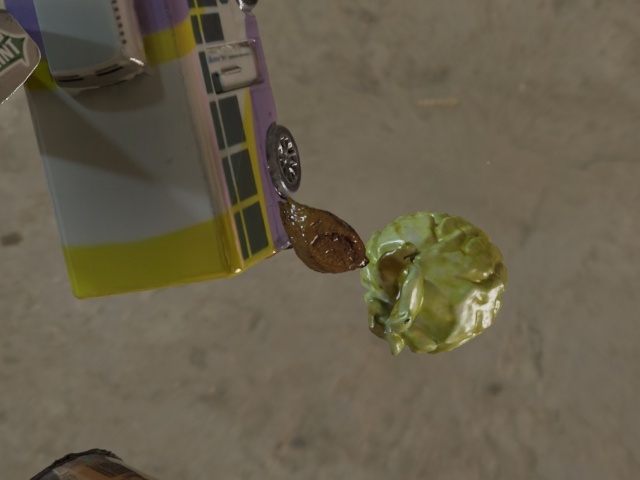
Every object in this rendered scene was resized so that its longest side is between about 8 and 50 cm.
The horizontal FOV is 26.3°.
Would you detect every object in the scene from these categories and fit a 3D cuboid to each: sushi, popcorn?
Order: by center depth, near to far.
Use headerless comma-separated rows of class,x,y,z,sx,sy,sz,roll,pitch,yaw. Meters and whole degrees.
sushi,0.000,0.000,1.216,0.099,0.047,0.050,45,76,-13
popcorn,0.106,0.037,1.293,0.135,0.162,0.141,-17,65,19

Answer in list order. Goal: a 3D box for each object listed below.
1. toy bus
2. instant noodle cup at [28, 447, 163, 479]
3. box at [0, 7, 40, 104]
toy bus,-0.181,-0.176,1.409,0.209,0.249,0.440,-8,99,20
instant noodle cup,-0.109,0.259,0.913,0.207,0.217,0.217,23,96,30
box,-0.338,-0.157,1.258,0.120,0.224,0.069,-45,113,-14
